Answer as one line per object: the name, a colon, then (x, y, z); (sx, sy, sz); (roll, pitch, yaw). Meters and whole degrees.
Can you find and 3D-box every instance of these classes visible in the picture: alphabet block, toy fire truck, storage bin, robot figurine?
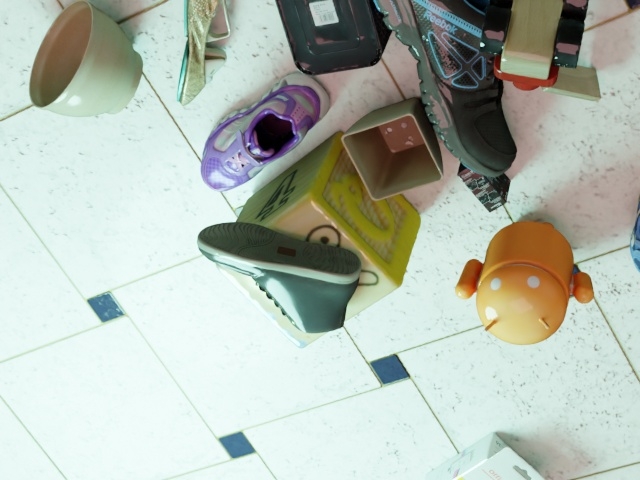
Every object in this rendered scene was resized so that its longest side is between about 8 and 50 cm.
alphabet block: (0.000, 0.000, 1.955); (0.197, 0.193, 0.192); (-34, 111, 31)
toy fire truck: (0.291, -0.278, 1.720); (0.158, 0.217, 0.246); (11, 167, 8)
storage bin: (0.013, -0.318, 1.805); (0.122, 0.084, 0.180); (-7, 120, 19)
robot figurine: (0.284, 0.058, 1.899); (0.158, 0.219, 0.128); (33, 126, -7)

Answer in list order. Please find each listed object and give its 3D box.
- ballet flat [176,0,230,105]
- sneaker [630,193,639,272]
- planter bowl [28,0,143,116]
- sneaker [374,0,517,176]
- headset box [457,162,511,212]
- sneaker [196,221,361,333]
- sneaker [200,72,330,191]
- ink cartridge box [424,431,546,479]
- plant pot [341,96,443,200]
ballet flat: (-0.159, -0.272, 1.895); (0.067, 0.073, 0.206); (5, 129, -5)
sneaker: (0.456, -0.003, 1.911); (0.053, 0.059, 0.144); (1, 124, 12)
planter bowl: (-0.317, -0.238, 1.917); (0.109, 0.162, 0.162); (24, 131, -34)
sneaker: (0.192, -0.232, 1.790); (0.140, 0.125, 0.341); (-20, 118, 21)
headset box: (0.225, -0.090, 1.914); (0.032, 0.062, 0.083); (-31, 110, 30)
sneaker: (-0.063, 0.056, 1.841); (0.222, 0.083, 0.118); (15, 126, 4)
sneaker: (-0.092, -0.138, 1.942); (0.095, 0.104, 0.236); (43, 124, -16)
ink cartridge box: (0.272, 0.389, 2.220); (0.115, 0.067, 0.198); (42, 125, -14)
plant pot: (0.106, -0.136, 1.894); (0.109, 0.096, 0.109); (-17, 117, 24)
